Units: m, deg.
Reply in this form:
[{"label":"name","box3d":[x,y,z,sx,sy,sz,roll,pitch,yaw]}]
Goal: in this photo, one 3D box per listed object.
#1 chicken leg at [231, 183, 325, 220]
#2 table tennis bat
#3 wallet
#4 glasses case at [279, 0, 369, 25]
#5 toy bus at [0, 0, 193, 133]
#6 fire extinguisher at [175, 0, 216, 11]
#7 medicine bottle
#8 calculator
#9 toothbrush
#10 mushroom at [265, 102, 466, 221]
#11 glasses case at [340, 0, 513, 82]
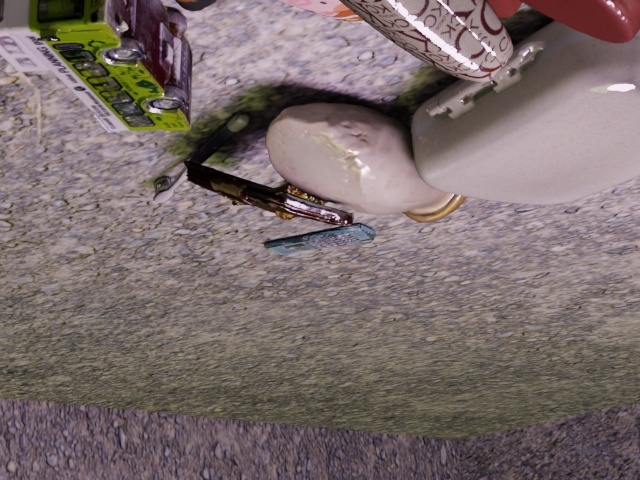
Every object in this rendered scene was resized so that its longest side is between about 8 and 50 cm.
[{"label":"chicken leg","box3d":[-0.050,-0.057,2.050,0.145,0.037,0.062,-13,139,28]},{"label":"table tennis bat","box3d":[0.145,-0.237,1.244,0.268,0.051,0.414,34,-176,6]},{"label":"wallet","box3d":[-0.069,-0.052,1.815,0.122,0.031,0.232,17,-179,-35]},{"label":"glasses case","box3d":[-0.001,-0.252,1.349,0.266,0.067,0.103,13,158,-41]},{"label":"toy bus","box3d":[-0.212,-0.192,1.456,0.139,0.113,0.302,-2,165,11]},{"label":"fire extinguisher","box3d":[-0.144,-0.260,1.333,0.062,0.050,0.177,-10,161,17]},{"label":"medicine bottle","box3d":[0.284,-0.141,1.668,0.282,0.123,0.375,5,161,-29]},{"label":"calculator","box3d":[0.000,0.000,2.282,0.172,0.018,0.057,-10,160,27]},{"label":"toothbrush","box3d":[-0.154,-0.105,1.898,0.024,0.026,0.288,7,159,-26]},{"label":"mushroom","box3d":[0.066,-0.091,1.810,0.128,0.128,0.350,-14,164,32]},{"label":"glasses case","box3d":[0.033,-0.238,1.215,0.354,0.085,0.137,36,-177,-44]}]
